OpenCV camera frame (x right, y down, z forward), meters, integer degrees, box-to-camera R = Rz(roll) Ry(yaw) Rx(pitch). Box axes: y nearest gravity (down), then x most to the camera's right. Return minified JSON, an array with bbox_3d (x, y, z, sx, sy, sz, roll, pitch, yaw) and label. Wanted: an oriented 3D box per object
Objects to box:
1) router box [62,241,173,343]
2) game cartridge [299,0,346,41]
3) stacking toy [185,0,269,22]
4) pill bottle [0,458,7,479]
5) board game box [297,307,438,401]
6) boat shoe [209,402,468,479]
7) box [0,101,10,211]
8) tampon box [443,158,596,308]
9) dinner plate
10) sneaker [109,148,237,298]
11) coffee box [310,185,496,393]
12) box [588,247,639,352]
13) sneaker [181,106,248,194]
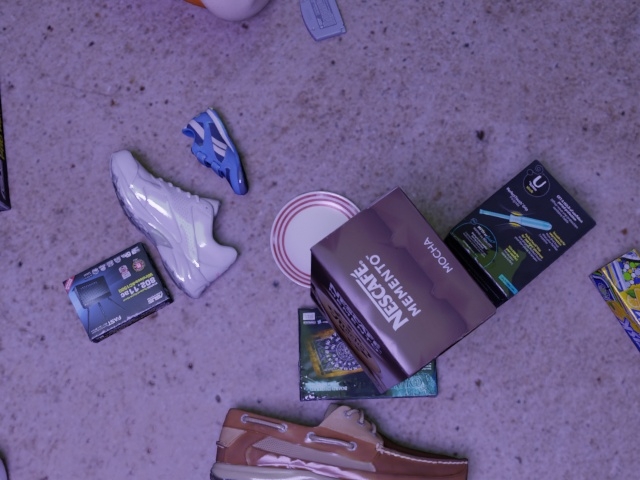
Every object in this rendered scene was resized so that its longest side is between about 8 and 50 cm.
[{"bbox_3d":[-0.277,0.071,1.096,0.122,0.038,0.092,-29,79,-7],"label":"router box"},{"bbox_3d":[0.000,-0.343,1.212,0.056,0.017,0.083,-16,77,-8],"label":"game cartridge"},{"bbox_3d":[-0.302,-0.497,1.131,0.479,0.350,0.351,7,76,17],"label":"stacking toy"},{"bbox_3d":[-0.511,0.326,0.991,0.214,0.117,0.117,-4,76,-2],"label":"pill bottle"},{"bbox_3d":[0.063,0.153,1.087,0.186,0.026,0.126,-1,77,-1],"label":"board game box"},{"bbox_3d":[0.024,0.266,1.013,0.323,0.122,0.120,4,73,-1],"label":"boat shoe"},{"bbox_3d":[-0.588,-0.129,1.129,0.270,0.060,0.216,-9,76,-3],"label":"box"},{"bbox_3d":[0.263,-0.005,1.089,0.161,0.101,0.120,-38,80,-10],"label":"tampon box"},{"bbox_3d":[0.000,0.000,1.128,0.141,0.017,0.141,0,76,0],"label":"dinner plate"},{"bbox_3d":[-0.200,-0.038,1.108,0.115,0.090,0.232,-35,88,-15],"label":"sneaker"},{"bbox_3d":[0.079,0.073,0.939,0.118,0.297,0.168,-35,79,-9],"label":"coffee box"},{"bbox_3d":[0.443,0.100,1.090,0.059,0.054,0.169,-29,78,-8],"label":"box"},{"bbox_3d":[-0.147,-0.119,1.138,0.059,0.053,0.144,-26,70,-8],"label":"sneaker"}]
